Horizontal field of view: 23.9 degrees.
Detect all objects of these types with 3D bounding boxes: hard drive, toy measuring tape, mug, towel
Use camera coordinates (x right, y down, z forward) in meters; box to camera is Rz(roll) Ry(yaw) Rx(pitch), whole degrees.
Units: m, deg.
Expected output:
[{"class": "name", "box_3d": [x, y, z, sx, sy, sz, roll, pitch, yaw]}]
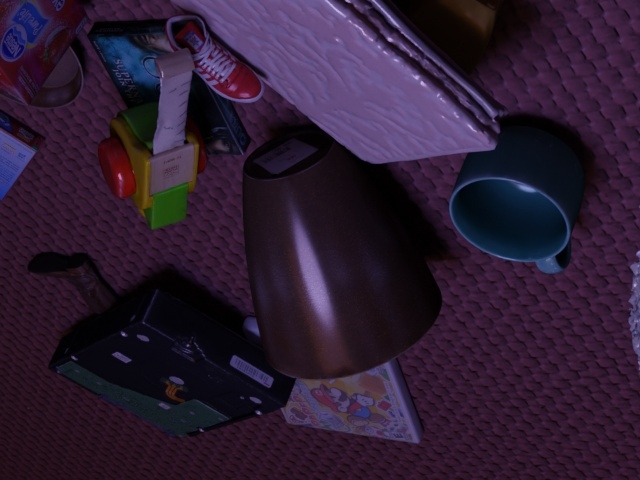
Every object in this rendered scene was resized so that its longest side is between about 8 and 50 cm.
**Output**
[{"class": "hard drive", "box_3d": [-0.211, 0.178, 2.105, 0.237, 0.064, 0.339, 32, 151, -19]}, {"class": "toy measuring tape", "box_3d": [-0.180, -0.127, 1.626, 0.121, 0.121, 0.330, 21, 149, 5]}, {"class": "mug", "box_3d": [0.207, -0.047, 1.574, 0.129, 0.097, 0.158, 15, 145, 12]}, {"class": "towel", "box_3d": [-0.007, -0.196, 1.452, 0.332, 0.053, 0.317, 40, 166, -18]}]

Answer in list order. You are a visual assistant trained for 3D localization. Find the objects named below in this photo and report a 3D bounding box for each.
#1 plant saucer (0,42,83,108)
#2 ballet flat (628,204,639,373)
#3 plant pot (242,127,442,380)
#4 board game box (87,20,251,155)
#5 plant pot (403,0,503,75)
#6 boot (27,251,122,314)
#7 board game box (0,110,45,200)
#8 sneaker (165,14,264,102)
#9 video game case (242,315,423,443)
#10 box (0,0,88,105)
[{"class": "plant saucer", "box_3d": [-0.343, -0.219, 1.729, 0.168, 0.029, 0.168, 16, 144, 12]}, {"class": "ballet flat", "box_3d": [0.388, 0.032, 1.545, 0.147, 0.147, 0.409, 12, 143, 17]}, {"class": "plant pot", "box_3d": [0.000, 0.000, 1.690, 0.215, 0.215, 0.230, -2, 124, 32]}, {"class": "board game box", "box_3d": [-0.168, -0.168, 1.696, 0.126, 0.026, 0.186, 2, 140, 28]}, {"class": "plant pot", "box_3d": [0.129, -0.214, 1.421, 0.081, 0.081, 0.083, 29, 138, -7]}, {"class": "boot", "box_3d": [-0.338, 0.065, 2.098, 0.106, 0.037, 0.114, 3, 145, 31]}, {"class": "board game box", "box_3d": [-0.491, -0.163, 1.892, 0.281, 0.027, 0.145, 33, 143, -13]}, {"class": "sneaker", "box_3d": [-0.110, -0.185, 1.535, 0.118, 0.042, 0.067, 35, 170, 12]}, {"class": "video game case", "box_3d": [0.019, 0.191, 2.059, 0.206, 0.026, 0.227, 6, 141, 25]}, {"class": "box", "box_3d": [-0.338, -0.252, 1.514, 0.128, 0.123, 0.257, 31, 170, 10]}]
